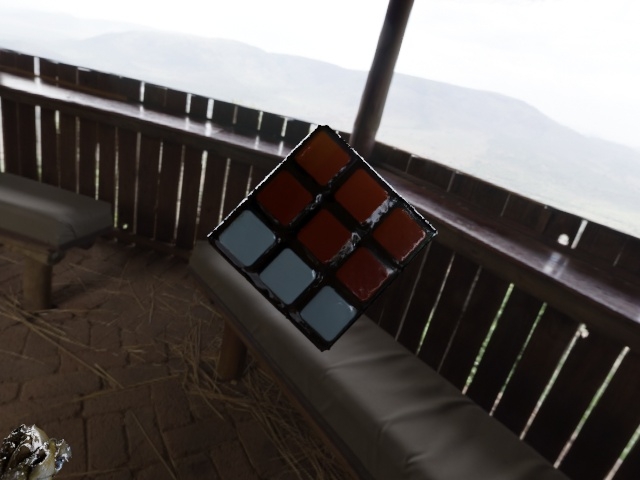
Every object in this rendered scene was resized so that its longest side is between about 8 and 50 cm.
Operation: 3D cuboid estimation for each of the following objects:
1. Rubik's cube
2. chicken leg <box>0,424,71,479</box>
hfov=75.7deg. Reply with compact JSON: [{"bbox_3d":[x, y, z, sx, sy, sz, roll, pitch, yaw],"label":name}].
[{"bbox_3d":[0.000,0.000,0.456,0.163,0.160,0.162,44,-4,-3],"label":"Rubik's cube"},{"bbox_3d":[-0.437,0.372,0.620,0.081,0.125,0.196,-18,36,-15],"label":"chicken leg"}]
